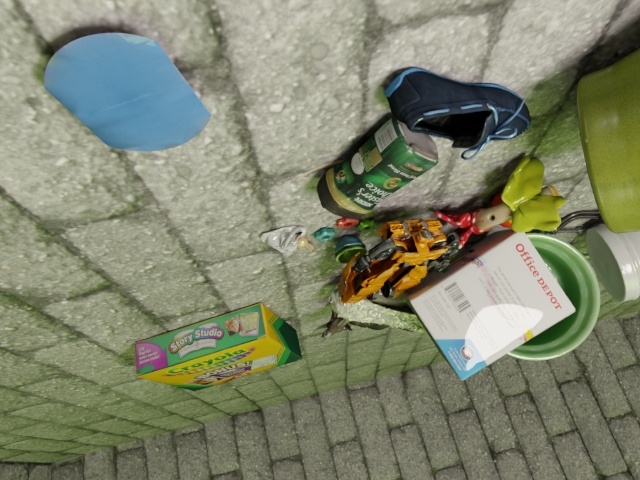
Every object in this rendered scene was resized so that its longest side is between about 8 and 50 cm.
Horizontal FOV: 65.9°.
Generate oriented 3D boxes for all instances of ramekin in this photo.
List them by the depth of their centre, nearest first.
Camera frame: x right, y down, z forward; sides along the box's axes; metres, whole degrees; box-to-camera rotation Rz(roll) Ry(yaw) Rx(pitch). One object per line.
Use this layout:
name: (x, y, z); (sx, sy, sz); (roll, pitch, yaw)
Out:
ramekin: (0.512, 0.137, 1.239); (0.303, 0.303, 0.148); (-17, 175, 4)

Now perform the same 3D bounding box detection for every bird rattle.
bird rattle: (0.366, -0.049, 0.989); (0.207, 0.143, 0.253); (-15, 164, -42)

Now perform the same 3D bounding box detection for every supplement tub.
supplement tub: (0.883, 0.006, 1.240); (0.331, 0.241, 0.241); (-21, 154, 11)

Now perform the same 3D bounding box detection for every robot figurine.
robot figurine: (0.143, 0.045, 0.988); (0.211, 0.085, 0.291); (-5, 153, -22)

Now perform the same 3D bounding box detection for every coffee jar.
coffee jar: (0.082, -0.104, 0.759); (0.096, 0.079, 0.184); (10, 145, -42)

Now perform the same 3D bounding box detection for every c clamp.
c clamp: (0.652, -0.038, 1.285); (0.161, 0.022, 0.137); (-4, 146, -21)

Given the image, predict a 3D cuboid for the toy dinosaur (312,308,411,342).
toy dinosaur: (0.147, 0.208, 1.388); (0.313, 0.121, 0.160); (2, 162, -29)

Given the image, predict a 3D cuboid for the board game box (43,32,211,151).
board game box: (-0.205, -0.163, 0.537); (0.133, 0.033, 0.168); (-15, 150, 11)

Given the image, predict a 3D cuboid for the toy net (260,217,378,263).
toy net: (0.000, 0.000, 0.967); (0.232, 0.045, 0.122); (1, 151, -29)

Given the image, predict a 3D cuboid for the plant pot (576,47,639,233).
plant pot: (0.543, -0.150, 0.629); (0.353, 0.366, 0.366); (-12, 161, 37)

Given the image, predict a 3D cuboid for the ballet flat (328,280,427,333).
ballet flat: (0.226, 0.154, 1.253); (0.409, 0.147, 0.147); (6, 149, -19)

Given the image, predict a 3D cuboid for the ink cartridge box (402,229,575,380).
ink cartridge box: (0.349, 0.129, 1.077); (0.270, 0.198, 0.197); (-33, 178, 3)

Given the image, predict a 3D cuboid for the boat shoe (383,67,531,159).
boat shoe: (0.199, -0.161, 0.694); (0.258, 0.089, 0.109); (-2, 152, -27)

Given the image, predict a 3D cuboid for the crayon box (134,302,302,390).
crayon box: (-0.270, 0.312, 1.385); (0.363, 0.106, 0.313); (-19, 155, 7)

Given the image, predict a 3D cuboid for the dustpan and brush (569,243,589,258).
dustpan and brush: (0.730, 0.046, 1.447); (0.211, 0.060, 0.147); (-20, 155, 10)
